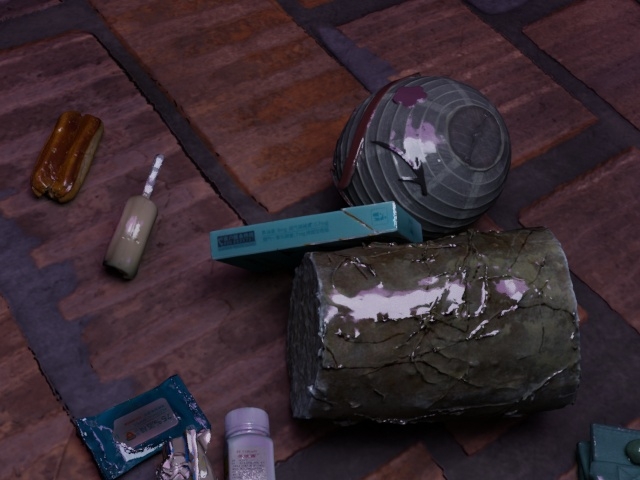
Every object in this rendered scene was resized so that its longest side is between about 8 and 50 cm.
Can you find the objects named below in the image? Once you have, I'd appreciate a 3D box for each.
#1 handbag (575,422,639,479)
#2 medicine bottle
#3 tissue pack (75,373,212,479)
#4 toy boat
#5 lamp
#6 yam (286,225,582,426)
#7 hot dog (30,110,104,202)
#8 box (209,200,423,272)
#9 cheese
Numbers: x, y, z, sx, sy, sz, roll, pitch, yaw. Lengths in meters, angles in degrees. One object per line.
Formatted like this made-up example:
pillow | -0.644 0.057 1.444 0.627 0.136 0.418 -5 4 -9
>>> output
handbag | 0.433 0.345 0.964 0.274 0.100 0.269 11 51 -2
medicine bottle | -0.080 0.249 0.963 0.055 0.074 0.118 1 51 -9
tissue pack | -0.204 0.214 1.002 0.138 0.028 0.085 -22 62 -31
toy boat | -0.133 0.303 0.916 0.066 0.084 0.210 -8 63 -11
lamp | 0.135 -0.110 1.204 0.233 0.233 0.265 30 53 14
yam | 0.134 0.102 1.023 0.348 0.241 0.241 -4 52 -12
hot dog | -0.357 -0.123 1.232 0.071 0.045 0.165 10 50 0
box | 0.001 0.000 1.075 0.229 0.162 0.041 -9 80 17
cheese | -0.242 -0.031 1.152 0.047 0.092 0.171 21 56 -13
